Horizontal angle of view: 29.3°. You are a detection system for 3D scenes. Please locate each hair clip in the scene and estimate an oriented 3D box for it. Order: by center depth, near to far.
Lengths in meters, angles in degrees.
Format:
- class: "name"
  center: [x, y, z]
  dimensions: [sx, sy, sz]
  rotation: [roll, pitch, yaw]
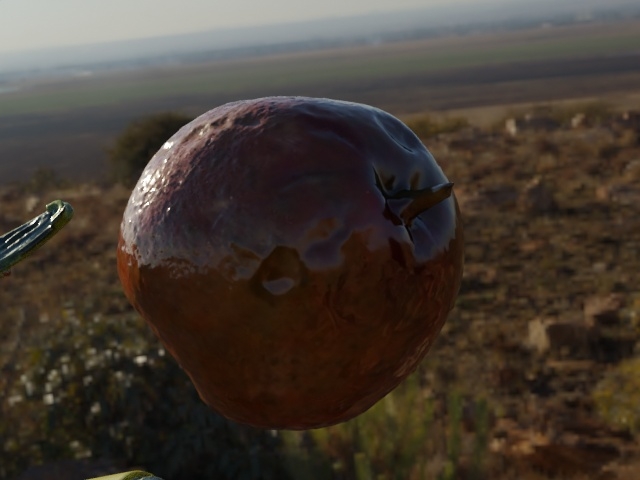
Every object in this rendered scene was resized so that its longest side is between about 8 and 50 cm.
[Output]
- class: "hair clip"
  center: [-0.336, 0.013, 1.254]
  dimensions: [0.188, 0.033, 0.060]
  rotation: [-28, 41, -4]

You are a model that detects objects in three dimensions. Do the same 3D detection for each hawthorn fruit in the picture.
- class: "hawthorn fruit"
  center: [0.000, 0.000, 0.978]
  dimensions: [0.277, 0.277, 0.298]
  rotation: [-16, -9, -45]

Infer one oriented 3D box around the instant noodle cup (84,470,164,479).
- class: "instant noodle cup"
  center: [-0.152, 0.188, 0.456]
  dimensions: [0.236, 0.215, 0.215]
  rotation: [-20, 9, 7]
